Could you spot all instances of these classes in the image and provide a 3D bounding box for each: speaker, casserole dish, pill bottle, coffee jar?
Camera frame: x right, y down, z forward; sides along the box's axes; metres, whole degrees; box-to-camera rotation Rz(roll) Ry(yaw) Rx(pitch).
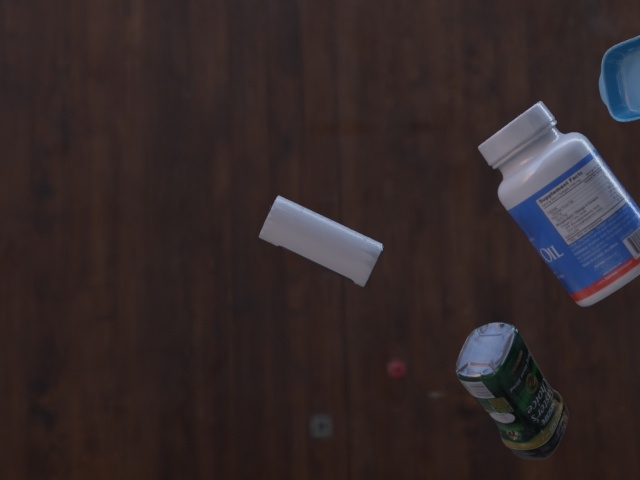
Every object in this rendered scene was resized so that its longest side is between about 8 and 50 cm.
[{"bbox_3d":[0.000,0.000,1.634,0.136,0.055,0.055,25,-14,-1],"label":"speaker"},{"bbox_3d":[0.468,-0.233,2.027,0.037,0.114,0.188,-7,-4,-30],"label":"casserole dish"},{"bbox_3d":[0.282,-0.045,1.646,0.124,0.221,0.124,-36,-2,-1],"label":"pill bottle"},{"bbox_3d":[0.250,0.197,1.847,0.079,0.096,0.184,-5,-45,38],"label":"coffee jar"}]
